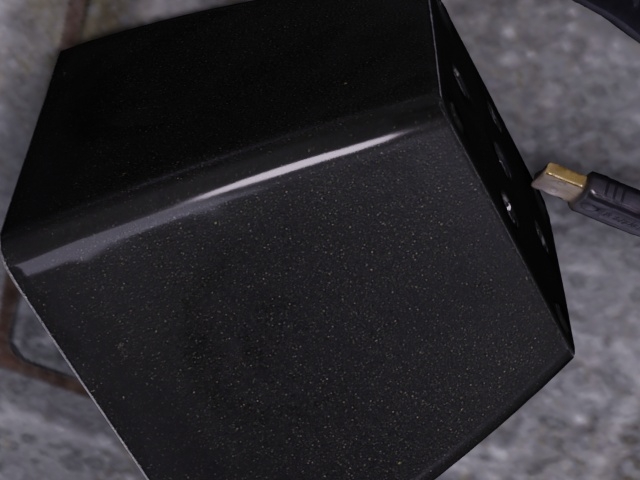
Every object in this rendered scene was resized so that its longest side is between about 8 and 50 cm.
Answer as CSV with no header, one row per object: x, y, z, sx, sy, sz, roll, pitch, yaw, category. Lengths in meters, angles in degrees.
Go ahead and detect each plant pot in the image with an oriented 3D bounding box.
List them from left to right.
0.000,0.000,0.788,0.167,0.188,0.187,-24,116,12,plant pot

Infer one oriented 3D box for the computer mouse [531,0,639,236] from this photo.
0.115,-0.100,0.757,0.262,0.060,0.184,21,123,-16,computer mouse
